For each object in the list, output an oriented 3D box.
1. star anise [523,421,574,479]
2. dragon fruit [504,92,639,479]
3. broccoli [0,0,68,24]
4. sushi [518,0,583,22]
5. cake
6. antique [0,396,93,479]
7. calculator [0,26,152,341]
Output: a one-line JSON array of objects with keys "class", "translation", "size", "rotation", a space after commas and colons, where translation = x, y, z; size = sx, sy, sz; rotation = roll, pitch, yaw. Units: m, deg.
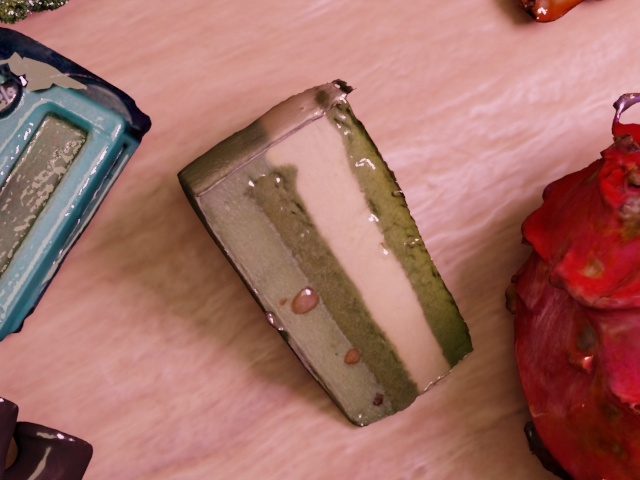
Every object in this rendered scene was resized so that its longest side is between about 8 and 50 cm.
[{"class": "star anise", "translation": [0.286, 0.238, 0.970], "size": [0.288, 0.088, 0.288], "rotation": [-10, 55, 14]}, {"class": "dragon fruit", "translation": [0.330, 0.038, 0.916], "size": [0.371, 0.249, 0.386], "rotation": [29, 57, 24]}, {"class": "broccoli", "translation": [-0.288, -0.267, 1.010], "size": [0.156, 0.195, 0.195], "rotation": [-34, 83, 23]}, {"class": "sushi", "translation": [0.273, -0.289, 1.099], "size": [0.226, 0.103, 0.097], "rotation": [-27, 66, -13]}, {"class": "cake", "translation": [0.003, 0.005, 1.034], "size": [0.158, 0.172, 0.283], "rotation": [-34, 117, -5]}, {"class": "antique", "translation": [-0.348, 0.217, 0.864], "size": [0.322, 0.185, 0.255], "rotation": [23, 72, -13]}, {"class": "calculator", "translation": [-0.323, -0.073, 1.011], "size": [0.274, 0.058, 0.248], "rotation": [29, 76, 1]}]
